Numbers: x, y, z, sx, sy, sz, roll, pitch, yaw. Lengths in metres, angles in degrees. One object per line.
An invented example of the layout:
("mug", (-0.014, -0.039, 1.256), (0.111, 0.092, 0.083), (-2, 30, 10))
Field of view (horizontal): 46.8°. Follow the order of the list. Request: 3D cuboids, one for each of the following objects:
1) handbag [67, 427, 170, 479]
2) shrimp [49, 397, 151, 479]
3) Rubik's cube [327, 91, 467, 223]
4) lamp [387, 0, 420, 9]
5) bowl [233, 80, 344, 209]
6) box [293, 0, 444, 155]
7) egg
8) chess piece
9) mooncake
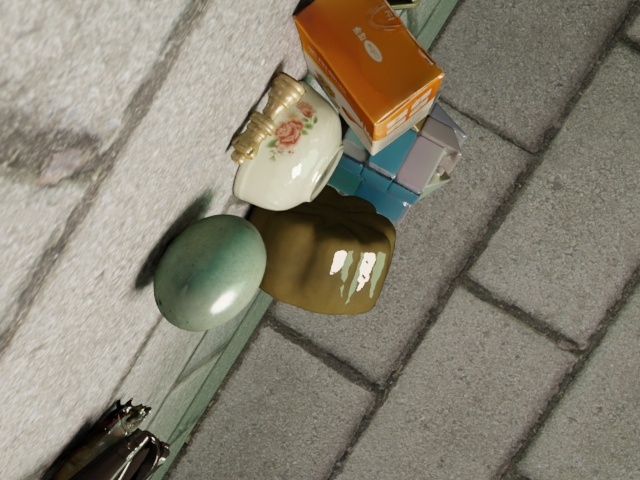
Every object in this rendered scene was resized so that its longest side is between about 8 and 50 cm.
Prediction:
("handbag", (-0.419, 0.498, 1.502), (0.257, 0.113, 0.285), (-48, 167, -18))
("shrimp", (-0.480, 0.464, 1.571), (0.289, 0.075, 0.178), (-52, 176, -44))
("Rubik's cube", (0.222, -0.267, 2.190), (0.368, 0.387, 0.358), (-59, 179, -42))
("lamp", (0.136, -0.542, 1.307), (0.203, 0.124, 0.283), (-30, 163, -33))
("bowl", (-0.046, -0.171, 1.499), (0.277, 0.145, 0.277), (-58, 173, -11))
("box", (0.084, -0.297, 1.300), (0.143, 0.225, 0.341), (-37, 176, 3))
("egg", (-0.188, 0.052, 1.273), (0.236, 0.169, 0.169), (-58, 176, -34))
("chess piece", (-0.096, -0.203, 1.259), (0.172, 0.060, 0.060), (-54, 175, -4))
("mooncake", (0.000, 0.000, 1.785), (0.200, 0.378, 0.378), (-68, 171, 28))
